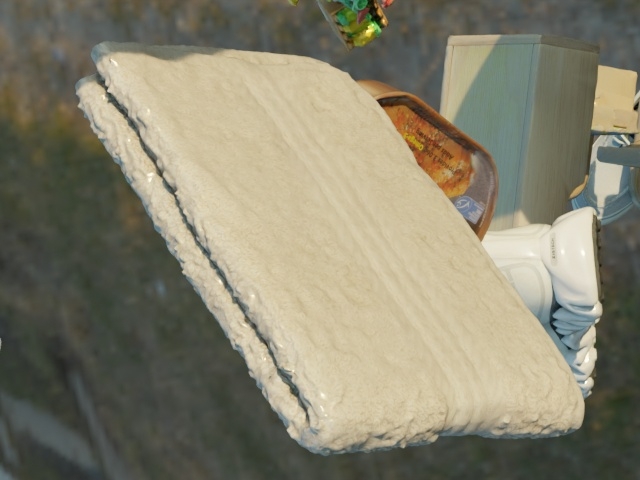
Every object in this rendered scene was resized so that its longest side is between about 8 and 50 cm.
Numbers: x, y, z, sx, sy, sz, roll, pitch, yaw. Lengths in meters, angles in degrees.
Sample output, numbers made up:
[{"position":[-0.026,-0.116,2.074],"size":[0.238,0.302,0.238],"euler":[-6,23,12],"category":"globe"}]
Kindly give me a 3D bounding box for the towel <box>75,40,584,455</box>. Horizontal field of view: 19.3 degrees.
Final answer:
[{"position":[0.000,0.000,0.988],"size":[0.282,0.187,0.049],"euler":[56,129,33],"category":"towel"}]

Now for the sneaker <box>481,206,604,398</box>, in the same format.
[{"position":[0.171,0.057,1.552],"size":[0.292,0.118,0.110],"euler":[75,-168,-63],"category":"sneaker"}]

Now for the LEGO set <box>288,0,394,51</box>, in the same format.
[{"position":[0.028,-0.223,1.198],"size":[0.107,0.132,0.287],"euler":[24,132,29],"category":"LEGO set"}]

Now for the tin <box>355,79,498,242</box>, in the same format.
[{"position":[0.048,-0.035,1.221],"size":[0.040,0.190,0.106],"euler":[25,86,39],"category":"tin"}]

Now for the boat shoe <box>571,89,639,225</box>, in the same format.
[{"position":[0.354,-0.120,2.088],"size":[0.079,0.227,0.081],"euler":[35,172,16],"category":"boat shoe"}]

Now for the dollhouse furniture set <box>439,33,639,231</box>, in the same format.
[{"position":[0.314,-0.045,1.818],"size":[0.362,0.394,0.256],"euler":[10,94,61],"category":"dollhouse furniture set"}]
